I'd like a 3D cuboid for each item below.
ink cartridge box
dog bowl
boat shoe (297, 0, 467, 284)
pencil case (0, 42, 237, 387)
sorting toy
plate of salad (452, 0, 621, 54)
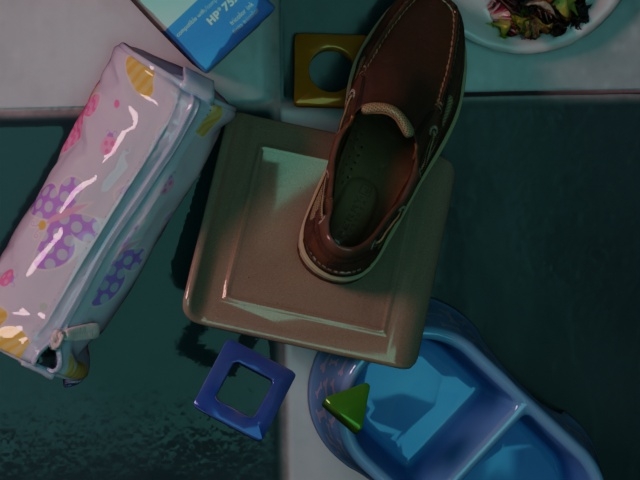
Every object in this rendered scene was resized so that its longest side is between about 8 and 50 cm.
[{"bbox_3d":[-0.145,-0.242,1.420,0.078,0.134,0.231,-43,102,0],"label":"ink cartridge box"},{"bbox_3d":[0.124,0.177,1.553,0.297,0.074,0.166,43,90,-12],"label":"dog bowl"},{"bbox_3d":[0.059,-0.090,1.446,0.095,0.095,0.257,18,76,-1],"label":"boat shoe"},{"bbox_3d":[-0.176,-0.022,1.455,0.113,0.124,0.273,30,92,-11],"label":"pencil case"},{"bbox_3d":[0.000,0.000,1.495,0.196,0.047,0.348,13,77,-2],"label":"sorting toy"},{"bbox_3d":[0.173,-0.254,1.510,0.199,0.048,0.200,-1,98,-9],"label":"plate of salad"}]
